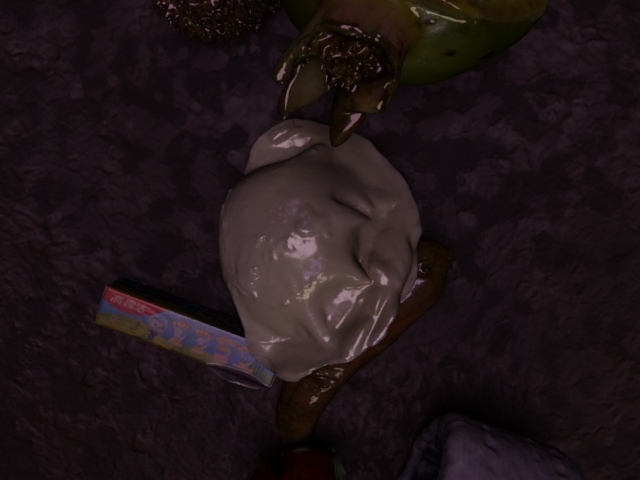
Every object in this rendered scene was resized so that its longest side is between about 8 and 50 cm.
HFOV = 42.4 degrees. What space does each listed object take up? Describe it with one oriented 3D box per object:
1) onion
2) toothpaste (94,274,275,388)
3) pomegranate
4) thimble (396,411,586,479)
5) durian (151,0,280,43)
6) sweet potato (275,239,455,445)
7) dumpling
[{"bbox_3d":[-0.027,0.268,0.851,0.118,0.118,0.117,-3,113,2],"label":"onion"},{"bbox_3d":[-0.133,0.095,0.848,0.193,0.070,0.044,20,100,-1],"label":"toothpaste"},{"bbox_3d":[0.060,-0.233,0.689,0.260,0.260,0.341,32,68,-3],"label":"pomegranate"},{"bbox_3d":[0.151,0.299,0.796,0.157,0.217,0.246,19,112,0],"label":"thimble"},{"bbox_3d":[-0.106,-0.248,0.749,0.188,0.091,0.148,29,118,-34],"label":"durian"},{"bbox_3d":[0.032,0.103,0.845,0.075,0.075,0.273,39,100,-4],"label":"sweet potato"},{"bbox_3d":[0.000,0.000,0.786,0.193,0.147,0.258,-10,73,15],"label":"dumpling"}]
